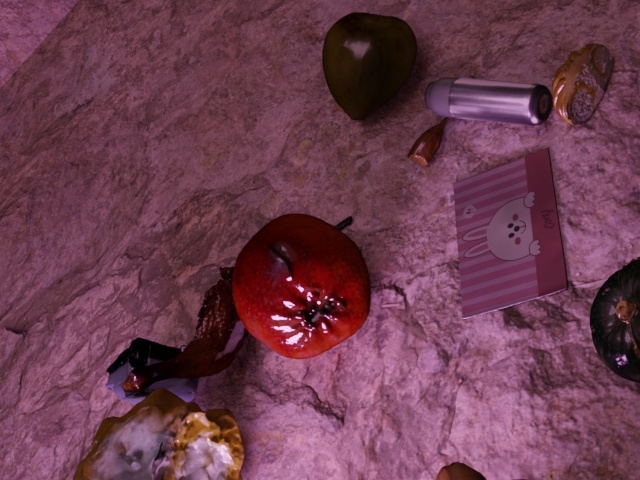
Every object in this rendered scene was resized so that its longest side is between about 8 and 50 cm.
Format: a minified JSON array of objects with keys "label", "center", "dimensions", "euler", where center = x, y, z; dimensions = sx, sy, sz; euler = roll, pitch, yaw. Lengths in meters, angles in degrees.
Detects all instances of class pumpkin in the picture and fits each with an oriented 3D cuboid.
[{"label":"pumpkin","center":[0.480,0.113,1.336],"dimensions":[0.190,0.146,0.190],"euler":[-22,49,28]}]

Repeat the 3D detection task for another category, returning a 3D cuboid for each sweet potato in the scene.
[{"label":"sweet potato","center":[0.222,-0.201,1.849],"dimensions":[0.117,0.049,0.049],"euler":[-53,42,-6]}]

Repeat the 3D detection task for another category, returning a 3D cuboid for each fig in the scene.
[{"label":"fig","center":[0.100,-0.371,1.989],"dimensions":[0.203,0.203,0.225],"euler":[42,133,48]}]

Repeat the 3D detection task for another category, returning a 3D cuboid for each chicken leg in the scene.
[{"label":"chicken leg","center":[-0.230,0.198,1.845],"dimensions":[0.096,0.158,0.407],"euler":[0,30,39]}]

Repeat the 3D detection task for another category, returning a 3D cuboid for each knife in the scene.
[{"label":"knife","center":[0.000,0.000,1.938],"dimensions":[0.170,0.010,0.023],"euler":[-35,39,22]}]

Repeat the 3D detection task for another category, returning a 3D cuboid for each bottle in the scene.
[{"label":"bottle","center":[0.319,-0.265,1.778],"dimensions":[0.254,0.096,0.079],"euler":[13,71,40]}]

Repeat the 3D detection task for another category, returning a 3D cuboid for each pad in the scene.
[{"label":"pad","center":[0.332,-0.016,1.657],"dimensions":[0.202,0.005,0.299],"euler":[-20,51,31]}]

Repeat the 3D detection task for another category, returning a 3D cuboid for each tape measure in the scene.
[{"label":"tape measure","center":[-0.342,0.284,1.921],"dimensions":[0.182,0.181,0.107],"euler":[-42,38,48]}]

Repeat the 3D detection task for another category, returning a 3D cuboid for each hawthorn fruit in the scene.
[{"label":"hawthorn fruit","center":[-0.049,0.075,1.758],"dimensions":[0.265,0.265,0.307],"euler":[-53,31,0]}]

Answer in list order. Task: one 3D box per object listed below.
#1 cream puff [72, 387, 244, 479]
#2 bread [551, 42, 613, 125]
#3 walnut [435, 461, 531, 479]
[{"label":"cream puff","center":[-0.300,0.450,1.704],"dimensions":[0.274,0.269,0.323],"euler":[1,54,22]},{"label":"bread","center":[0.465,-0.291,1.678],"dimensions":[0.157,0.083,0.094],"euler":[-54,30,0]},{"label":"walnut","center":[0.242,0.487,1.181],"dimensions":[0.384,0.384,0.383],"euler":[-22,50,30]}]
